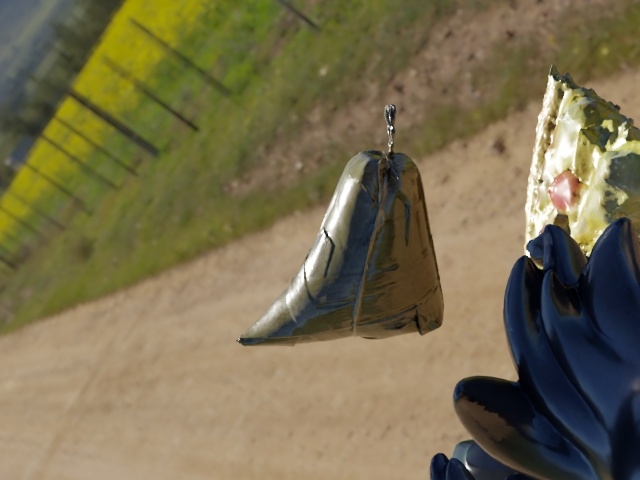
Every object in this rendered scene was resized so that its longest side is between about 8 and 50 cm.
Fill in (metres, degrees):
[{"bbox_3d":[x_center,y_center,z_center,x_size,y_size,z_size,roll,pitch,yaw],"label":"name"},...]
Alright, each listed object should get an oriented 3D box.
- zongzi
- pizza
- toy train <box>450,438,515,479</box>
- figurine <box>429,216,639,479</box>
[{"bbox_3d":[0.000,0.000,1.173,0.178,0.189,0.081,-8,27,9],"label":"zongzi"},{"bbox_3d":[0.270,-0.063,1.448,0.288,0.075,0.279,142,132,-74],"label":"pizza"},{"bbox_3d":[0.113,0.203,0.853,0.091,0.136,0.227,-14,24,27],"label":"toy train"},{"bbox_3d":[0.164,0.091,0.588,0.265,0.175,0.197,0,65,49],"label":"figurine"}]
